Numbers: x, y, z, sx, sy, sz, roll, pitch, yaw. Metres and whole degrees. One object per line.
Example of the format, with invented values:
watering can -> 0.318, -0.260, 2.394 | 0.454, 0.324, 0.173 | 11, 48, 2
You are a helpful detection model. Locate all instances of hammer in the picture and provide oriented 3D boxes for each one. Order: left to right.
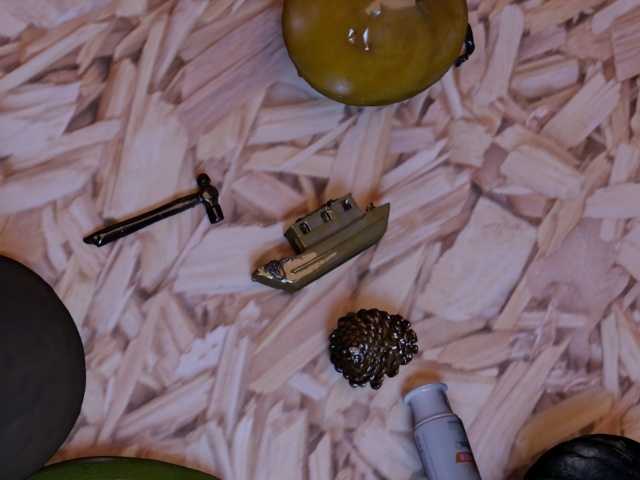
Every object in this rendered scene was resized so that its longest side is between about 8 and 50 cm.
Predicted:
hammer -> -0.203, -0.025, 1.672 | 0.178, 0.021, 0.065 | -23, 87, -20

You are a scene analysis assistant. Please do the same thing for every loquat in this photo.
loquat -> 0.065, -0.278, 1.705 | 0.235, 0.235, 0.235 | 4, 77, -17

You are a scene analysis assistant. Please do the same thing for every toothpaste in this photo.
toothpaste -> 0.174, 0.327, 1.638 | 0.100, 0.066, 0.323 | 21, 44, -51

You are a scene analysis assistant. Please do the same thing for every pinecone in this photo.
pinecone -> 0.071, 0.132, 1.685 | 0.109, 0.102, 0.102 | -5, 80, -27

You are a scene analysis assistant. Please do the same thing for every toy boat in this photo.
toy boat -> 0.000, 0.000, 1.714 | 0.200, 0.057, 0.077 | -31, 84, -21

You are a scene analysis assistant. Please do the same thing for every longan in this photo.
longan -> -0.399, 0.153, 1.459 | 0.300, 0.243, 0.300 | -3, 114, -6

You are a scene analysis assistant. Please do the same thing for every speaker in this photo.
speaker -> 0.169, -0.273, 1.825 | 0.094, 0.060, 0.075 | 12, 76, -15

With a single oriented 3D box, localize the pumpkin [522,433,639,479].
pumpkin -> 0.329, 0.353, 1.670 | 0.249, 0.216, 0.250 | -6, 99, -39

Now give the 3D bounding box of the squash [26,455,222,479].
squash -> -0.225, 0.288, 1.571 | 0.318, 0.080, 0.071 | 5, 38, -18
